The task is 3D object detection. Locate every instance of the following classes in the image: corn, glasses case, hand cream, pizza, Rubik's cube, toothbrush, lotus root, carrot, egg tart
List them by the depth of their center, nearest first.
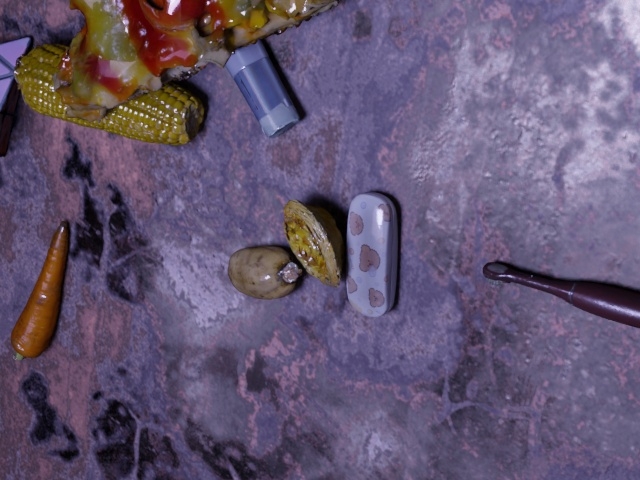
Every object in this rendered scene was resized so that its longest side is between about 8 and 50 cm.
[{"bbox_3d":[0.344,0.076,1.627,0.364,0.041,0.041,15,115,32],"label":"toothbrush"},{"bbox_3d":[-0.216,-0.303,1.805,0.440,0.130,0.406,42,109,24],"label":"pizza"},{"bbox_3d":[0.065,0.018,1.815,0.063,0.041,0.164,15,115,32],"label":"glasses case"},{"bbox_3d":[0.000,0.000,1.834,0.129,0.049,0.129,51,160,27],"label":"egg tart"},{"bbox_3d":[-0.107,-0.251,1.845,0.079,0.048,0.255,-33,80,35],"label":"hand cream"},{"bbox_3d":[-0.075,0.043,1.916,0.152,0.063,0.072,-2,94,46],"label":"lotus root"},{"bbox_3d":[-0.293,-0.196,1.967,0.305,0.106,0.106,20,118,30],"label":"corn"},{"bbox_3d":[-0.524,-0.234,2.089,0.178,0.211,0.190,22,87,-6],"label":"Rubik's cube"},{"bbox_3d":[-0.420,0.081,2.205,0.061,0.061,0.257,34,114,23],"label":"carrot"}]
